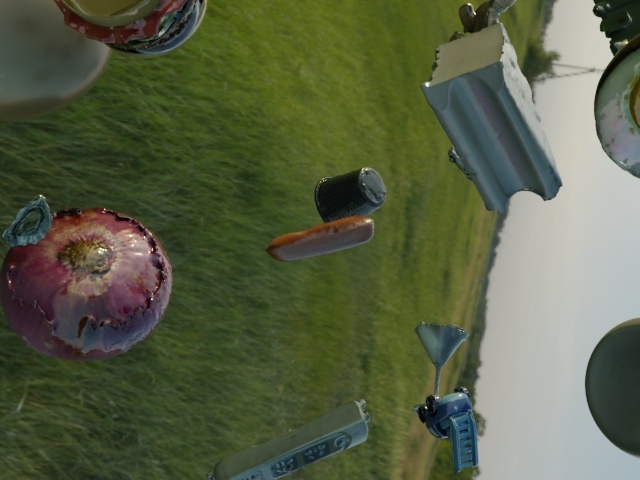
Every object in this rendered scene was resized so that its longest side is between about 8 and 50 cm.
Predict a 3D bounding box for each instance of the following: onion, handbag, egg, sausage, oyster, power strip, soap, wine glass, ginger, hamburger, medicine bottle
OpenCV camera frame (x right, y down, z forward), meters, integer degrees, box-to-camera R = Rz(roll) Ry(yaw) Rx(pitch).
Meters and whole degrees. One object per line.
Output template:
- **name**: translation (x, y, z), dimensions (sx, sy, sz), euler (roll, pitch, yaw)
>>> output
- **onion**: translation (-0.507, 0.100, 1.474), dimensions (0.345, 0.358, 0.359), euler (92, 14, -73)
- **handbag**: translation (0.674, -0.440, 1.288), dimensions (0.089, 0.238, 0.327), euler (49, 32, -38)
- **egg**: translation (-0.546, -0.361, 1.159), dimensions (0.373, 0.301, 0.301), euler (-33, 147, -17)
- **sausage**: translation (0.000, 0.000, 1.749), dimensions (0.089, 0.299, 0.084), euler (-130, -154, -72)
- **oyster**: translation (-0.576, -0.036, 1.295), dimensions (0.100, 0.037, 0.098), euler (-28, 144, -22)
- **egg**: translation (0.539, -0.232, 0.975), dimensions (0.286, 0.264, 0.174), euler (36, 44, -25)
- **power strip**: translation (-0.048, 0.347, 1.096), dimensions (0.080, 0.285, 0.048), euler (81, -15, -44)
- **soap**: translation (0.339, -0.245, 1.296), dimensions (0.302, 0.158, 0.258), euler (57, 28, -24)
- **wine glass**: translation (0.319, 0.356, 1.803), dimensions (0.156, 0.156, 0.232), euler (72, 25, -63)
- **ginger**: translation (0.368, -0.508, 1.513), dimensions (0.065, 0.149, 0.259), euler (4, 99, -50)
- **hamburger**: translation (-0.203, -0.279, 0.735), dimensions (0.137, 0.175, 0.175), euler (49, 55, -74)
- **medicine bottle**: translation (0.659, 0.272, 1.177), dimensions (0.245, 0.306, 0.245), euler (-33, -130, 52)

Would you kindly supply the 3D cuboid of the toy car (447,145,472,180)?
- **toy car**: translation (0.301, -0.160, 1.366), dimensions (0.025, 0.093, 0.041), euler (-37, -167, 52)

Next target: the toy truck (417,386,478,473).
- **toy truck**: translation (0.161, 0.229, 0.796), dimensions (0.073, 0.056, 0.090), euler (103, -29, -57)

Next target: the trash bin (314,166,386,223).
- **trash bin**: translation (0.097, -0.125, 1.899), dimensions (0.175, 0.161, 0.176), euler (21, 59, -39)
